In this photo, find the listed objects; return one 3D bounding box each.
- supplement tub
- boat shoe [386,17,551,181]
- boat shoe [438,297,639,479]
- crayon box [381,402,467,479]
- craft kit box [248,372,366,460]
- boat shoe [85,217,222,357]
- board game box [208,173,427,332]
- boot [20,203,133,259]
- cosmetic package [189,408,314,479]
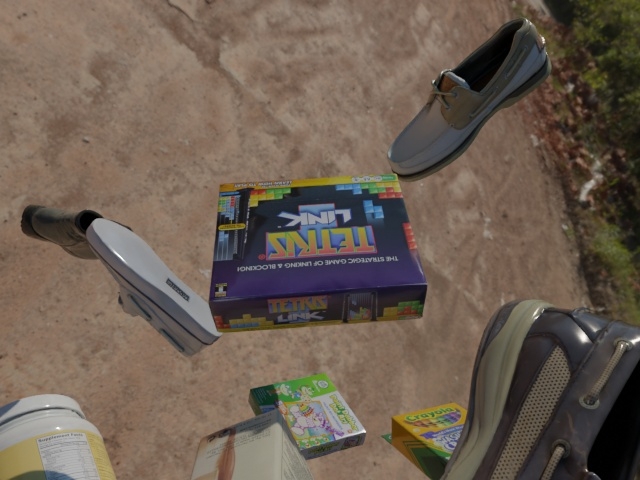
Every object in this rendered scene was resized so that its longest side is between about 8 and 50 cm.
[{"bbox_3d":[-0.480,0.466,0.926,0.241,0.241,0.331,10,31,-48],"label":"supplement tub"},{"bbox_3d":[0.217,-0.223,0.840,0.103,0.302,0.113,42,9,-45],"label":"boat shoe"},{"bbox_3d":[0.154,0.194,0.351,0.132,0.130,0.355,41,58,-34],"label":"boat shoe"},{"bbox_3d":[0.314,0.492,1.295,0.203,0.323,0.083,-4,98,-24],"label":"crayon box"},{"bbox_3d":[-0.041,0.486,1.466,0.246,0.061,0.250,-2,28,-30],"label":"craft kit box"},{"bbox_3d":[-0.276,0.082,0.845,0.267,0.088,0.096,45,13,-19],"label":"boat shoe"},{"bbox_3d":[-0.006,0.005,0.464,0.141,0.170,0.048,-97,-176,-46],"label":"board game box"},{"bbox_3d":[-0.420,-0.006,1.011,0.246,0.161,0.084,32,65,-68],"label":"boot"},{"bbox_3d":[-0.080,0.358,0.629,0.296,0.129,0.153,-105,173,-77],"label":"cosmetic package"}]
